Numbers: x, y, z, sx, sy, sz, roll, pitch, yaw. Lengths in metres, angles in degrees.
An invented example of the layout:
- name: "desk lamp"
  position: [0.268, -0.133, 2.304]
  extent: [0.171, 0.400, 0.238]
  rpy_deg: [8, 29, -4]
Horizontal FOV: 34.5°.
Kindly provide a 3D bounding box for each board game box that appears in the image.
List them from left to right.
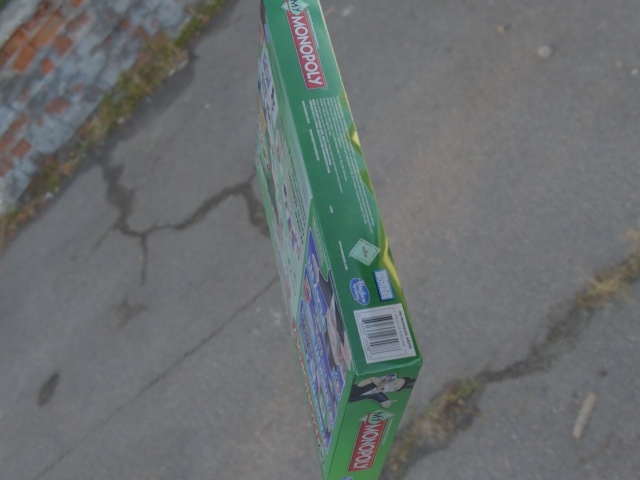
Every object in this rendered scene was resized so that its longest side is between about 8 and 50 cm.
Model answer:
- name: "board game box"
  position: [0.000, 0.000, 0.778]
  extent: [0.046, 0.213, 0.317]
  rpy_deg: [-8, 59, -9]
